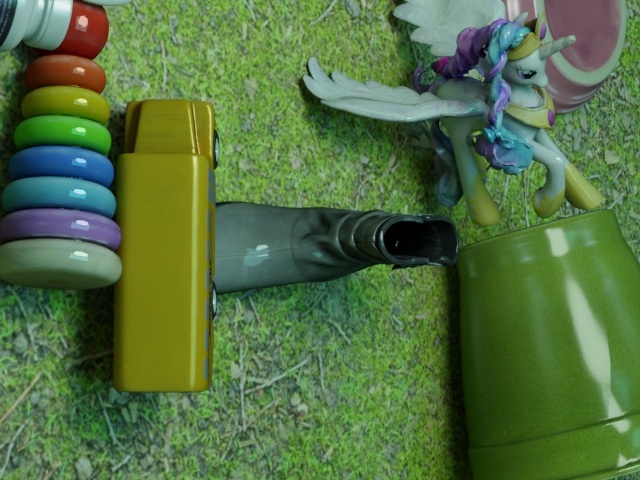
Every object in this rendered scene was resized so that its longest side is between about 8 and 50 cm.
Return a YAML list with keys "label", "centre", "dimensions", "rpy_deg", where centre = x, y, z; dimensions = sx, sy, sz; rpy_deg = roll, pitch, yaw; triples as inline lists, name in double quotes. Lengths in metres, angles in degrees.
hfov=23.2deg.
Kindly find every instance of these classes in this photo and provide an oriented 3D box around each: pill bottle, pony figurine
- label: "pill bottle"
  centre: [-0.360, -0.253, 1.606]
  dimensions: [0.193, 0.108, 0.108]
  rpy_deg: [9, 82, -30]
- label: "pony figurine"
  centre: [0.202, -0.190, 2.098]
  dimensions: [0.303, 0.351, 0.363]
  rpy_deg: [-53, 143, -29]

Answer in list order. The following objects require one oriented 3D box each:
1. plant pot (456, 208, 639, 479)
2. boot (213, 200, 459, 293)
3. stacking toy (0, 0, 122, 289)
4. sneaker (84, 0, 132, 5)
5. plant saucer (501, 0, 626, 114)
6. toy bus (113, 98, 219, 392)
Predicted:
- label: "plant pot"
  centre: [0.347, 0.150, 2.222]
  dimensions: [0.366, 0.366, 0.353]
  rpy_deg: [-12, 86, -46]
- label: "boot"
  centre: [0.000, 0.000, 1.920]
  dimensions: [0.338, 0.223, 0.118]
  rpy_deg: [-12, 98, -46]
- label: "stacking toy"
  centre: [-0.280, -0.117, 1.713]
  dimensions: [0.141, 0.141, 0.330]
  rpy_deg: [15, 72, -45]
- label: "sneaker"
  centre: [-0.286, -0.373, 1.662]
  dimensions: [0.292, 0.118, 0.110]
  rpy_deg: [47, 44, -17]
- label: "plant saucer"
  centre: [0.376, -0.363, 2.430]
  dimensions: [0.332, 0.084, 0.332]
  rpy_deg: [3, 86, -47]
- label: "toy bus"
  centre: [-0.177, 0.004, 1.779]
  dimensions: [0.130, 0.108, 0.332]
  rpy_deg: [47, 44, -87]
